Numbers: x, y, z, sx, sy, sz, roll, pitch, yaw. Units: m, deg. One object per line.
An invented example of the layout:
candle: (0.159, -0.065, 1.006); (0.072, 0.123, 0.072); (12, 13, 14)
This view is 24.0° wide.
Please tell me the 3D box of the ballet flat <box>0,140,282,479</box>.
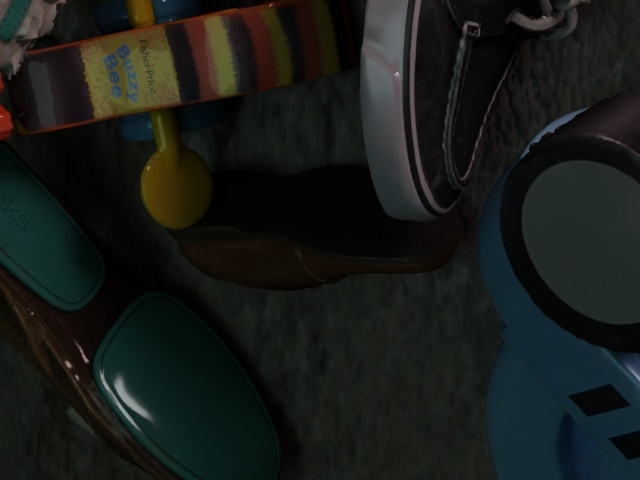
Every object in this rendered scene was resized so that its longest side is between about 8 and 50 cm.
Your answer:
ballet flat: (-0.171, 0.066, 1.058); (0.342, 0.116, 0.124); (44, 143, -12)

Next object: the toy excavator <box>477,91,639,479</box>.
toy excavator: (0.218, 0.155, 0.821); (0.433, 0.222, 0.445); (48, 139, 9)

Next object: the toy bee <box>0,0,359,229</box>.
toy bee: (-0.132, -0.094, 0.964); (0.298, 0.162, 0.195); (-31, 87, 35)

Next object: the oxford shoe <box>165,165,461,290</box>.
oxford shoe: (0.000, 0.000, 0.979); (0.212, 0.076, 0.076); (5, 137, 32)

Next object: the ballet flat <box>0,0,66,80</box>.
ballet flat: (-0.272, -0.180, 0.949); (0.409, 0.147, 0.147); (23, 121, 55)

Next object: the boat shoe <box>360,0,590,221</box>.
boat shoe: (0.097, -0.155, 0.827); (0.105, 0.113, 0.306); (12, 97, 23)
